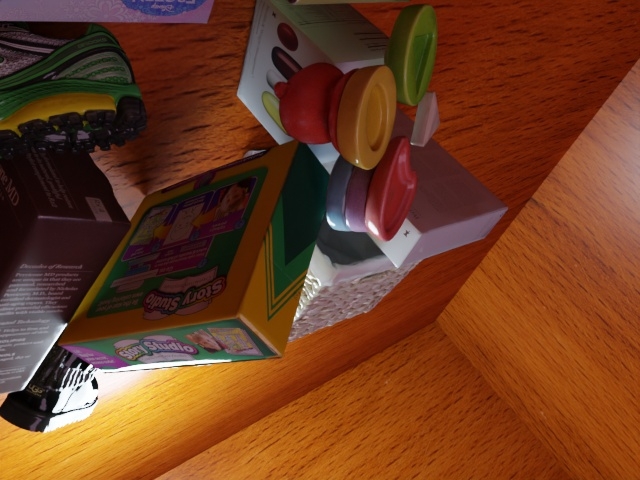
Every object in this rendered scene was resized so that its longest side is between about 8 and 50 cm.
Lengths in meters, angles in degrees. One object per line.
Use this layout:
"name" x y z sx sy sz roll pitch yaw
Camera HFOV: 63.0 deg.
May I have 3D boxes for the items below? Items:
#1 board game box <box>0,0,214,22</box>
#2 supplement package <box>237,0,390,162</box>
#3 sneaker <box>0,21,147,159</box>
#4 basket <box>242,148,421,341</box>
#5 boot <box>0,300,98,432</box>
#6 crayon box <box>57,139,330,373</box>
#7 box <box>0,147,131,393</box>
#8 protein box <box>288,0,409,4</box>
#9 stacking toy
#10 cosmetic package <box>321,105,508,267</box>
"board game box" -0.219 -0.358 0.499 0.319 0.066 0.318 -18 159 -36
"supplement package" -0.008 -0.262 0.837 0.149 0.203 0.194 -20 148 -35
"sneaker" -0.388 -0.170 0.600 0.343 0.146 0.134 -11 170 -22
"basket" 0.000 0.000 1.130 0.328 0.331 0.266 -12 146 -42
"boot" -0.497 0.237 1.092 0.260 0.131 0.348 -65 -172 -11
"crayon box" -0.183 0.031 0.794 0.363 0.313 0.106 -13 135 33
"box" -0.454 0.044 0.763 0.381 0.191 0.143 -49 152 20
"protein box" 0.005 -0.401 0.630 0.200 0.201 0.136 -20 148 -35
"stacking toy" 0.065 -0.170 0.747 0.279 0.130 0.309 -63 154 -25
"cosmetic package" 0.144 -0.136 1.039 0.284 0.377 0.097 -12 143 -42
